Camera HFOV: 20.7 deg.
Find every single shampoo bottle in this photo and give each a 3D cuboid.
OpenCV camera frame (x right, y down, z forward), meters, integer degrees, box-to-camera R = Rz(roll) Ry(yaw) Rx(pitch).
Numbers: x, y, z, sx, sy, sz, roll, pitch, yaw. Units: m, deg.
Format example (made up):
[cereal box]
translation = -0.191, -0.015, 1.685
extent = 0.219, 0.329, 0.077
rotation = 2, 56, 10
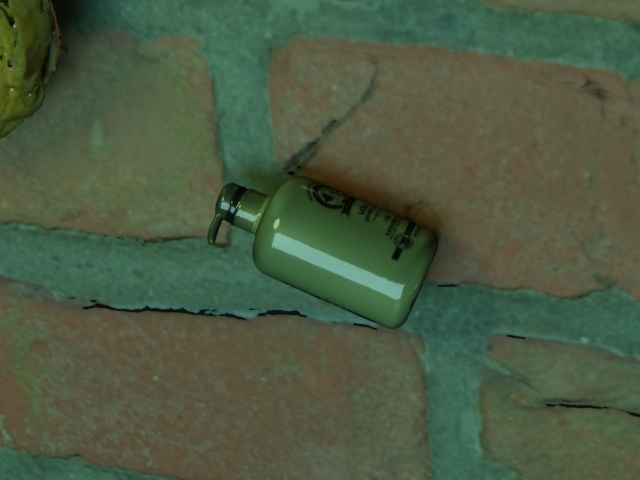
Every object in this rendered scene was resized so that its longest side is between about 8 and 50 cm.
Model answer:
[shampoo bottle]
translation = 0.000, 0.000, 1.278
extent = 0.162, 0.079, 0.079
rotation = 24, 128, 4

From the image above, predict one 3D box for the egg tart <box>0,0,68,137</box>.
[egg tart]
translation = -0.313, -0.181, 1.250
extent = 0.297, 0.132, 0.297
rotation = 9, 140, 8
